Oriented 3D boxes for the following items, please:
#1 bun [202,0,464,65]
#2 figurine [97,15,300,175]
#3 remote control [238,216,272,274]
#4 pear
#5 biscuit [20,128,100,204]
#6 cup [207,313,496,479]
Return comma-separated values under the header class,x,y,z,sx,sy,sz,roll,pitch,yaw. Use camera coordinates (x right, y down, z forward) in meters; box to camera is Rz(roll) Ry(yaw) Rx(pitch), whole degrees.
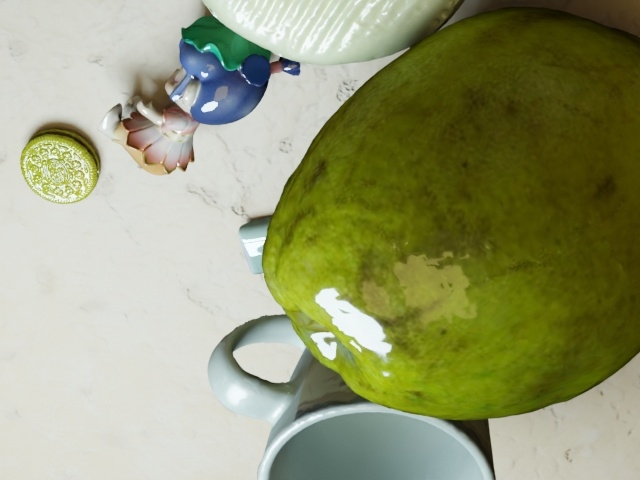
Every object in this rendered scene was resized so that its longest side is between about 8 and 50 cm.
class,x,y,z,sx,sy,sz,roll,pitch,yaw
bun,0.012,-0.288,0.976,0.287,0.146,0.287,4,127,6
figurine,-0.114,-0.141,1.127,0.102,0.111,0.195,47,122,-2
remote control,0.000,0.000,1.238,0.166,0.029,0.065,-9,121,13
pear,0.149,-0.015,1.004,0.413,0.352,0.352,-30,123,-21
biscuit,-0.272,-0.077,1.226,0.084,0.023,0.084,4,125,6
cup,0.028,0.158,1.203,0.301,0.257,0.227,26,120,-11
